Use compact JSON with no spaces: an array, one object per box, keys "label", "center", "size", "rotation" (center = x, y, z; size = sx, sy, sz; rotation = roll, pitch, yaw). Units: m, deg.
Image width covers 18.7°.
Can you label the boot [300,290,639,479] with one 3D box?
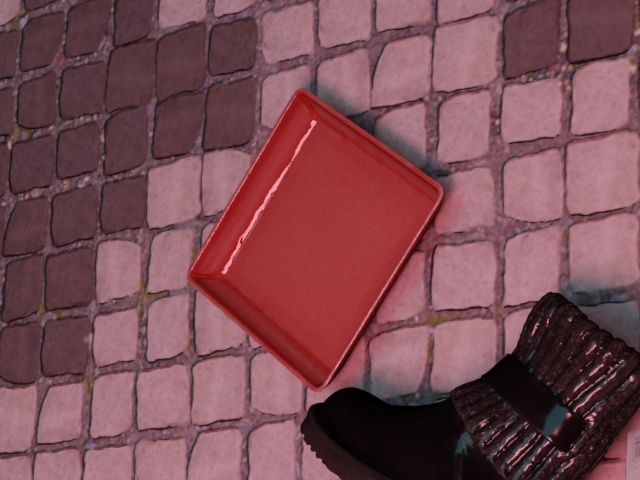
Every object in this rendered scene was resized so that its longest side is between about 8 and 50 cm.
[{"label":"boot","center":[0.154,0.157,1.895],"size":[0.348,0.131,0.260],"rotation":[29,92,45]}]

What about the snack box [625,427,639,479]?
[{"label":"snack box","center":[0.350,0.260,1.653],"size":[0.187,0.060,0.322],"rotation":[-28,30,30]}]

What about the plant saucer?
[{"label":"plant saucer","center":[0.000,0.000,2.126],"size":[0.258,0.048,0.259],"rotation":[38,100,40]}]
